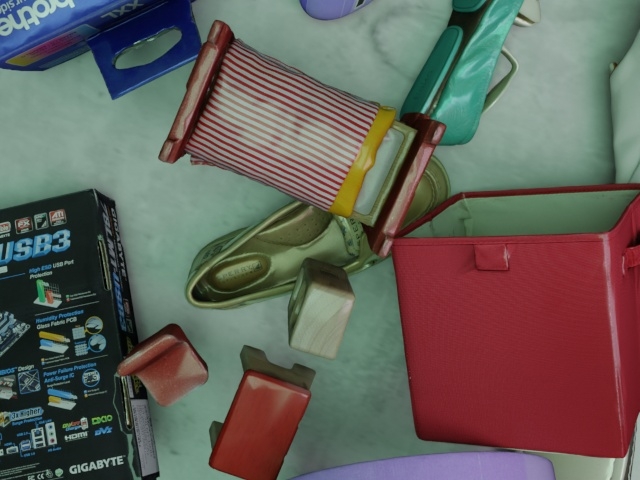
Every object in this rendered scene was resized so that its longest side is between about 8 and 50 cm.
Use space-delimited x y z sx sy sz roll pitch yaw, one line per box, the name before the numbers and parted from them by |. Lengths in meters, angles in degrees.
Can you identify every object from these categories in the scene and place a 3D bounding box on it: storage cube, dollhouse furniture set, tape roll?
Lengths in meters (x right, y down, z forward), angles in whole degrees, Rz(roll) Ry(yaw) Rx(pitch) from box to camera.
storage cube | 0.194 0.064 0.817 0.215 0.183 0.193 -1 105 29
dollhouse furniture set | -0.062 0.026 0.784 0.201 0.152 0.374 21 99 -6
tape roll | 0.086 0.269 0.843 0.275 0.275 0.090 -6 65 3

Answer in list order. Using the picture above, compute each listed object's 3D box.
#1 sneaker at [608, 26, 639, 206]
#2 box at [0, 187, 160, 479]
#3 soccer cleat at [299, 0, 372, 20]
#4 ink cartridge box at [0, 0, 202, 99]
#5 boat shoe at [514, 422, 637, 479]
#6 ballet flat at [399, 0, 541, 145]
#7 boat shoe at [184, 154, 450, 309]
sneaker | 0.331 -0.106 0.879 0.106 0.123 0.290 -4 120 -18
box | -0.330 0.122 0.898 0.295 0.073 0.293 -13 77 3
soccer cleat | 0.076 -0.303 0.847 0.248 0.095 0.083 -37 93 5
ink cartridge box | -0.226 -0.332 0.832 0.270 0.151 0.395 -24 98 6
boat shoe | 0.259 0.289 0.930 0.097 0.116 0.324 14 91 -43
ballet flat | 0.162 -0.204 0.877 0.087 0.083 0.247 20 100 -25
boat shoe | 0.000 0.000 0.899 0.285 0.089 0.104 -28 96 6
